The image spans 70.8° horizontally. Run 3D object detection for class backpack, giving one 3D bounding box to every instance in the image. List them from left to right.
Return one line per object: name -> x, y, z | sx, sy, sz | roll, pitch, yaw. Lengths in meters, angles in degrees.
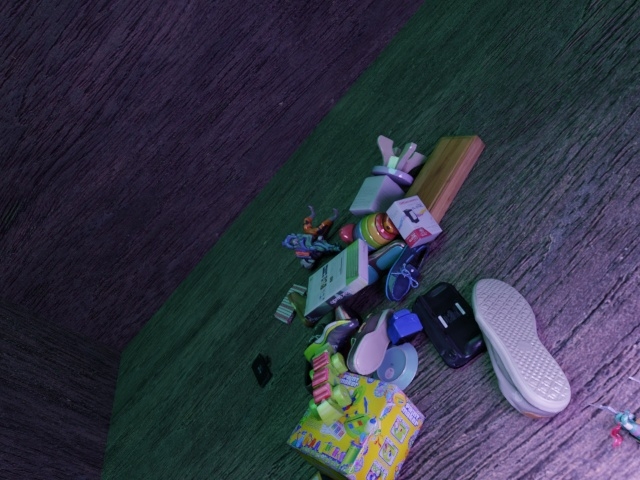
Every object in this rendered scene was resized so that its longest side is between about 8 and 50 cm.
backpack -> 0.278, 0.293, 1.511 | 0.097, 0.120, 0.101 | -13, 60, -13

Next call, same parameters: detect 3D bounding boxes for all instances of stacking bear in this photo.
stacking bear -> 0.246, -0.046, 1.870 | 0.164, 0.176, 0.289 | -29, 0, -44

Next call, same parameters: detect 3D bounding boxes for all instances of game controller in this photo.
game controller -> 0.411, 0.260, 1.444 | 0.166, 0.067, 0.319 | -33, 32, 6

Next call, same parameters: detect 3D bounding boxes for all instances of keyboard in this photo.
keyboard -> -0.265, 0.587, 2.079 | 0.108, 0.023, 0.180 | -58, 30, 4

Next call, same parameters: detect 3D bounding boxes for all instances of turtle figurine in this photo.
turtle figurine -> 0.675, 0.364, 0.887 | 0.175, 0.118, 0.234 | -20, 15, -32

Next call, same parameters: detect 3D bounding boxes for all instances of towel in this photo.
towel -> -0.141, 0.307, 2.205 | 0.144, 0.029, 0.197 | 9, 63, 57

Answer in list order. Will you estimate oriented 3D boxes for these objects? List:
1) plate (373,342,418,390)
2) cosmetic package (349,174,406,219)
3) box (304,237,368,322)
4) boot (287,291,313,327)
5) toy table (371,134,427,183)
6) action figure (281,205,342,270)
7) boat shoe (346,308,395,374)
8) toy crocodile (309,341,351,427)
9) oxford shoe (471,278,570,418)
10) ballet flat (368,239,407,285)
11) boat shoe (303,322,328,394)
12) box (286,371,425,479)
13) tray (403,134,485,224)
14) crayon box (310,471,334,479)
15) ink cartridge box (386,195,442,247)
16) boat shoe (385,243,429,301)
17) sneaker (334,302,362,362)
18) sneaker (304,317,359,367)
plate -> 0.246, 0.423, 1.522 | 0.188, 0.024, 0.188 | -35, 34, 27
cosmetic package -> 0.259, -0.172, 2.027 | 0.151, 0.151, 0.184 | 1, 58, 56
box -> 0.064, 0.162, 1.825 | 0.322, 0.058, 0.232 | -41, 26, 32
boot -> -0.006, 0.231, 2.034 | 0.270, 0.089, 0.236 | -49, 44, 9
toy table -> 0.348, -0.350, 2.031 | 0.274, 0.252, 0.161 | 25, 93, 66
action figure -> 0.000, 0.000, 2.266 | 0.341, 0.178, 0.331 | 15, 75, 30
boat shoe -> 0.164, 0.343, 1.531 | 0.096, 0.117, 0.324 | -16, 16, 35
toy crocodile -> 0.017, 0.429, 1.381 | 0.115, 0.105, 0.341 | -33, 23, 14
oxford shoe -> 0.506, 0.274, 1.206 | 0.450, 0.168, 0.130 | -95, 5, -52
ballet flat -> 0.230, 0.097, 1.850 | 0.315, 0.108, 0.106 | -31, 15, 24
boat shoe -> -0.009, 0.453, 1.780 | 0.112, 0.095, 0.335 | -35, 33, 28
box -> 0.103, 0.569, 1.353 | 0.289, 0.177, 0.279 | -5, 41, 53
tray -> 0.487, -0.249, 1.866 | 0.411, 0.076, 0.202 | -58, 29, -8
crayon box -> -0.003, 0.888, 1.308 | 0.203, 0.083, 0.323 | -47, 29, 9
ink cartridge box -> 0.351, -0.073, 1.698 | 0.175, 0.127, 0.072 | 59, 145, 20
boat shoe -> 0.324, 0.107, 1.677 | 0.089, 0.109, 0.259 | 2, 61, 51
sneaker -> 0.094, 0.353, 1.724 | 0.136, 0.115, 0.314 | -48, 29, 12
sneaker -> 0.055, 0.382, 1.615 | 0.300, 0.111, 0.121 | -56, 51, 37
